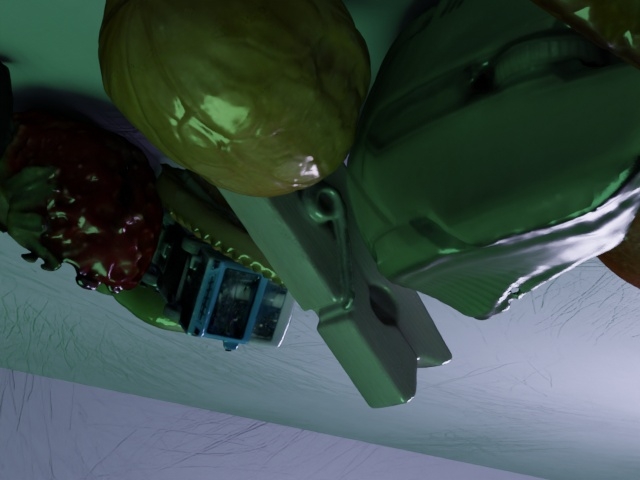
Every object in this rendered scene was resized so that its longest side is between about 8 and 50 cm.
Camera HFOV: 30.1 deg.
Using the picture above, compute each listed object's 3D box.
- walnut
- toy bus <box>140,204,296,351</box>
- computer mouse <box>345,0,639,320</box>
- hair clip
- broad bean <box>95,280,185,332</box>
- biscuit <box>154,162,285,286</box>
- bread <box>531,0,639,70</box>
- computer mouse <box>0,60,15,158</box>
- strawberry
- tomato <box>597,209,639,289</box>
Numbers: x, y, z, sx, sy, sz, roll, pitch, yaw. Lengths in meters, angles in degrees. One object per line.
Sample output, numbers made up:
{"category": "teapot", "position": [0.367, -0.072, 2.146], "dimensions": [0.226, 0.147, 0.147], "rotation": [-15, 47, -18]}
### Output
{"category": "walnut", "position": [-0.058, -0.134, 0.886], "dimensions": [0.193, 0.193, 0.225], "rotation": [-5, 149, 37]}
{"category": "toy bus", "position": [-0.129, 0.034, 1.409], "dimensions": [0.131, 0.106, 0.297], "rotation": [14, -170, -22]}
{"category": "computer mouse", "position": [0.116, -0.077, 0.919], "dimensions": [0.145, 0.228, 0.429], "rotation": [7, 161, -21]}
{"category": "hair clip", "position": [0.003, -0.001, 1.106], "dimensions": [0.085, 0.101, 0.331], "rotation": [-25, 100, 53]}
{"category": "broad bean", "position": [-0.210, 0.046, 1.599], "dimensions": [0.228, 0.169, 0.100], "rotation": [39, 127, 10]}
{"category": "biscuit", "position": [-0.055, -0.019, 1.261], "dimensions": [0.259, 0.079, 0.259], "rotation": [32, -172, -5]}
{"category": "bread", "position": [0.137, -0.216, 0.507], "dimensions": [0.195, 0.246, 0.176], "rotation": [23, 131, -26]}
{"category": "computer mouse", "position": [-0.441, -0.131, 1.131], "dimensions": [0.295, 0.168, 0.087], "rotation": [7, 161, -4]}
{"category": "strawberry", "position": [-0.249, -0.053, 1.309], "dimensions": [0.280, 0.150, 0.253], "rotation": [21, -166, -49]}
{"category": "tomato", "position": [0.299, -0.055, 0.936], "dimensions": [0.184, 0.208, 0.208], "rotation": [15, 161, -17]}
